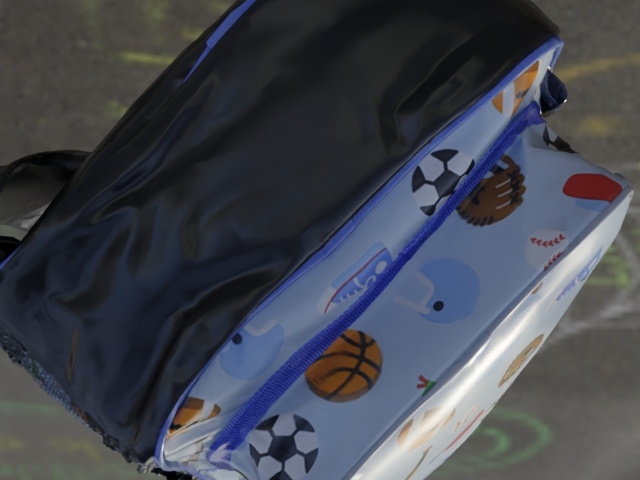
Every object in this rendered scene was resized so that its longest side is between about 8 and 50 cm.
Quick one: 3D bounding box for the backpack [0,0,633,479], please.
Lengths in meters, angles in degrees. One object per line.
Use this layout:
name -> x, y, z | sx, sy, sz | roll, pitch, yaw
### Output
backpack -> 0.000, 0.000, 0.755 | 0.213, 0.276, 0.263 | 49, 176, 4
